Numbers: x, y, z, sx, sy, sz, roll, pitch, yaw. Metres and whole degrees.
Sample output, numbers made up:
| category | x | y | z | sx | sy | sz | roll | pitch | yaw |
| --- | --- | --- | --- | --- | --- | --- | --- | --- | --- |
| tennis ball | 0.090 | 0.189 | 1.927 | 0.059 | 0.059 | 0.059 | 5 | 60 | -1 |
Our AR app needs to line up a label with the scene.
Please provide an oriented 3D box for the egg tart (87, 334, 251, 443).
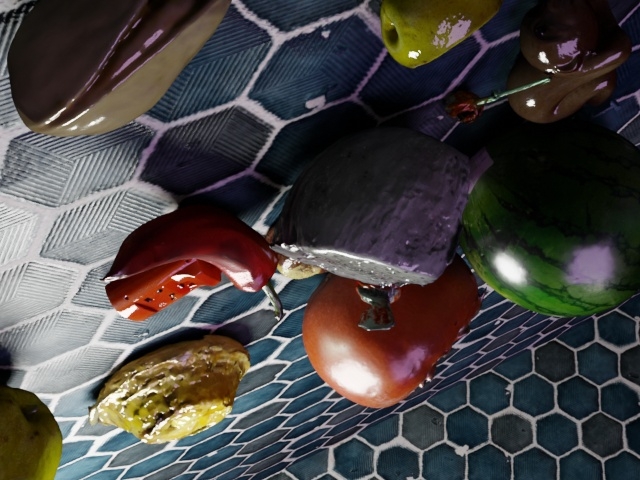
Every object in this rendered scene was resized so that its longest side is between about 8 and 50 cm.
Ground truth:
| category | x | y | z | sx | sy | sz | roll | pitch | yaw |
| --- | --- | --- | --- | --- | --- | --- | --- | --- | --- |
| egg tart | -0.279 | 0.312 | 1.582 | 0.341 | 0.129 | 0.341 | -23 | 158 | -10 |

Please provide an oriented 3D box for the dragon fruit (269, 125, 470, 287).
| category | x | y | z | sx | sy | sz | roll | pitch | yaw |
| --- | --- | --- | --- | --- | --- | --- | --- | --- | --- |
| dragon fruit | 0.064 | -0.058 | 1.117 | 0.204 | 0.221 | 0.283 | 23 | 172 | -13 |

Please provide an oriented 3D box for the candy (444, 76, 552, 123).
| category | x | y | z | sx | sy | sz | roll | pitch | yaw |
| --- | --- | --- | --- | --- | --- | --- | --- | --- | --- |
| candy | 0.248 | -0.204 | 1.122 | 0.055 | 0.049 | 0.185 | -12 | 180 | -36 |

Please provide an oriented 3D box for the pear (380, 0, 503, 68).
| category | x | y | z | sx | sy | sz | roll | pitch | yaw |
| --- | --- | --- | --- | --- | --- | --- | --- | --- | --- |
| pear | 0.123 | -0.262 | 0.870 | 0.141 | 0.104 | 0.141 | -31 | -168 | 8 |

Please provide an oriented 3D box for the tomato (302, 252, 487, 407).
| category | x | y | z | sx | sy | sz | roll | pitch | yaw |
| --- | --- | --- | --- | --- | --- | --- | --- | --- | --- |
| tomato | 0.125 | 0.135 | 1.489 | 0.341 | 0.273 | 0.341 | -52 | 174 | -8 |

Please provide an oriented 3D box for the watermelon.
| category | x | y | z | sx | sy | sz | roll | pitch | yaw |
| --- | --- | --- | --- | --- | --- | --- | --- | --- | --- |
| watermelon | 0.400 | -0.037 | 1.329 | 0.363 | 0.363 | 0.363 | -23 | 156 | -11 |

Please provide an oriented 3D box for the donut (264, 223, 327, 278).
| category | x | y | z | sx | sy | sz | roll | pitch | yaw |
| --- | --- | --- | --- | --- | --- | --- | --- | --- | --- |
| donut | 0.000 | 0.000 | 1.317 | 0.184 | 0.073 | 0.166 | -14 | 156 | -27 |

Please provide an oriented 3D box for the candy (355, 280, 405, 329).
| category | x | y | z | sx | sy | sz | roll | pitch | yaw |
| --- | --- | --- | --- | --- | --- | --- | --- | --- | --- |
| candy | 0.114 | 0.031 | 1.307 | 0.086 | 0.292 | 0.059 | -3 | 136 | 29 |

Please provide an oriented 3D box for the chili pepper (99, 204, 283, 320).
| category | x | y | z | sx | sy | sz | roll | pitch | yaw |
| --- | --- | --- | --- | --- | --- | --- | --- | --- | --- |
| chili pepper | -0.159 | 0.021 | 1.119 | 0.092 | 0.137 | 0.368 | 7 | 172 | 36 |

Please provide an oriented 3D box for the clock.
| category | x | y | z | sx | sy | sz | roll | pitch | yaw |
| --- | --- | --- | --- | --- | --- | --- | --- | --- | --- |
| clock | -0.233 | 0.065 | 1.208 | 0.155 | 0.061 | 0.113 | -30 | 157 | 10 |

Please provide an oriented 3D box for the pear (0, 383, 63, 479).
| category | x | y | z | sx | sy | sz | roll | pitch | yaw |
| --- | --- | --- | --- | --- | --- | --- | --- | --- | --- |
| pear | -0.550 | 0.365 | 1.250 | 0.321 | 0.269 | 0.269 | -48 | 153 | 11 |

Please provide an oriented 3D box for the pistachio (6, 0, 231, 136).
| category | x | y | z | sx | sy | sz | roll | pitch | yaw |
| --- | --- | --- | --- | --- | --- | --- | --- | --- | --- |
| pistachio | -0.174 | -0.174 | 0.689 | 0.226 | 0.136 | 0.136 | -35 | 156 | 15 |

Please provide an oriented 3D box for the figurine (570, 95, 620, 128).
| category | x | y | z | sx | sy | sz | roll | pitch | yaw |
| --- | --- | --- | --- | --- | --- | --- | --- | --- | --- |
| figurine | 0.477 | -0.214 | 1.395 | 0.068 | 0.075 | 0.140 | -30 | 155 | 3 |

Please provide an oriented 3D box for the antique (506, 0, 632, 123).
| category | x | y | z | sx | sy | sz | roll | pitch | yaw |
| --- | --- | --- | --- | --- | --- | --- | --- | --- | --- |
| antique | 0.333 | -0.252 | 1.114 | 0.143 | 0.121 | 0.257 | -20 | 164 | 3 |
